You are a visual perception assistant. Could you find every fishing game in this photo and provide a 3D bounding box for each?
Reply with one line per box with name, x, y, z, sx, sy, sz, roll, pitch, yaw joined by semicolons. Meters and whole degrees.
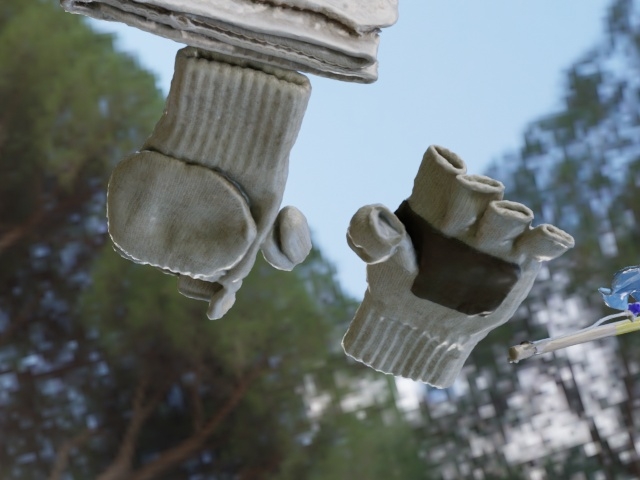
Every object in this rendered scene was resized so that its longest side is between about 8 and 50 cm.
fishing game;0.220;-0.020;0.966;0.264;0.189;0.041;-43;-112;43

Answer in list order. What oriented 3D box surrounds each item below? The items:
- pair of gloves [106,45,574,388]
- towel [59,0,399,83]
pair of gloves;0.000;0.000;1.066;0.204;0.240;0.042;124;-13;-51
towel;-0.056;-0.209;1.043;0.049;0.187;0.282;-55;-147;42
